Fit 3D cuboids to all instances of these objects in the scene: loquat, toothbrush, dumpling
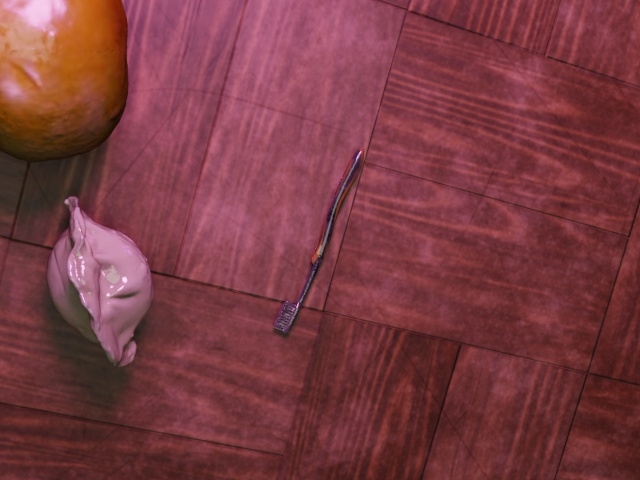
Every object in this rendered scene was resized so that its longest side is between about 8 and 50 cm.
[{"bbox_3d":[-0.385,-0.252,1.192,0.275,0.276,0.284,-7,120,-12],"label":"loquat"},{"bbox_3d":[0.003,0.001,1.436,0.031,0.023,0.321,25,92,-18],"label":"toothbrush"},{"bbox_3d":[-0.316,0.065,1.283,0.147,0.193,0.258,-16,104,-6],"label":"dumpling"}]
